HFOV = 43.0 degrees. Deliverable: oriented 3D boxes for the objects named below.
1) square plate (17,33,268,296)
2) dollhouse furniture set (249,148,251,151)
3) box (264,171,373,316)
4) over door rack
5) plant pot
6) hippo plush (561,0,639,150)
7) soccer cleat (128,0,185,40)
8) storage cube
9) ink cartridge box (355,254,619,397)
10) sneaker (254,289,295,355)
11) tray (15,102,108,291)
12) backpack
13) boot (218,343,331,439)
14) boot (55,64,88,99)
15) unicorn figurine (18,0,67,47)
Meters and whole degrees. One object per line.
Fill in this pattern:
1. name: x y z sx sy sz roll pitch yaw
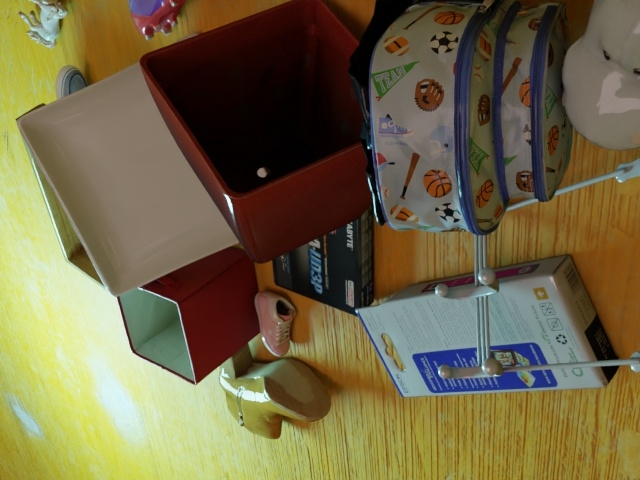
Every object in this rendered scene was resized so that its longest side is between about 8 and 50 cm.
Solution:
1. square plate: -0.277 -0.120 1.371 0.347 0.049 0.344 -23 103 7
2. dollhouse furniture set: -0.111 -0.192 1.262 0.091 0.081 0.114 6 121 41
3. box: 0.000 0.000 1.310 0.175 0.051 0.220 19 130 28
4. over door rack: 0.263 0.042 0.975 0.324 0.108 0.239 -13 71 48
5. plant pot: -0.056 -0.126 1.101 0.267 0.267 0.235 54 159 29
6. hippo plush: 0.348 -0.179 0.721 0.234 0.236 0.294 38 137 18
7. soccer cleat: -0.227 -0.397 1.233 0.248 0.083 0.095 -27 93 52
8. storage cube: -0.244 0.119 1.524 0.184 0.193 0.215 18 129 34
9. ink cartridge box: 0.229 0.138 1.191 0.371 0.069 0.175 -16 106 45
10. sneaker: -0.075 0.158 1.499 0.070 0.051 0.134 4 116 48
11. tray: -0.475 -0.065 1.655 0.203 0.076 0.410 30 145 25
12. backpack: 0.150 -0.128 0.842 0.213 0.263 0.276 2 120 33
13. boot: -0.087 0.326 1.606 0.295 0.104 0.211 26 138 35
14. boot: -0.444 -0.244 1.560 0.086 0.069 0.190 25 141 23
15. unicorn figurine: -0.508 -0.422 1.501 0.111 0.060 0.162 40 154 14
